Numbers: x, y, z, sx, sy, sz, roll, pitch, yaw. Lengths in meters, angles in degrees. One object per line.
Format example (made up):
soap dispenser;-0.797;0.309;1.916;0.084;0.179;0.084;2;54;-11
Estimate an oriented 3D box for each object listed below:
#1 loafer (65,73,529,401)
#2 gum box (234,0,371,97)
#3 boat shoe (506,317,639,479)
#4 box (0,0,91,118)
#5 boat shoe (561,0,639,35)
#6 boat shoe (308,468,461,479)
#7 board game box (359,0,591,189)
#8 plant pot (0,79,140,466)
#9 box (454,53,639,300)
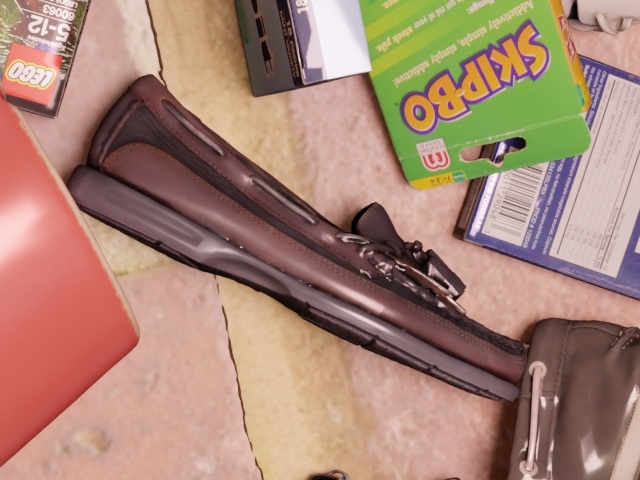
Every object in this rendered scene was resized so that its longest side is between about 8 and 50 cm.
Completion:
loafer;0.000;0.000;0.941;0.302;0.109;0.095;25;85;-7
gum box;-0.022;-0.164;0.884;0.041;0.184;0.157;-12;95;-9
boat shoe;0.136;0.210;0.985;0.095;0.112;0.335;18;88;24
box;-0.246;-0.178;0.915;0.233;0.044;0.159;15;91;-10
boat shoe;0.173;-0.171;0.964;0.267;0.096;0.088;27;94;-8
boat shoe;0.009;0.180;0.969;0.183;0.066;0.066;-22;95;-8
board game box;0.071;-0.162;0.929;0.124;0.039;0.259;-12;106;26
plant pot;-0.246;0.030;0.821;0.243;0.275;0.275;-30;98;-10
box;0.212;-0.030;1.007;0.225;0.036;0.136;19;90;-9
